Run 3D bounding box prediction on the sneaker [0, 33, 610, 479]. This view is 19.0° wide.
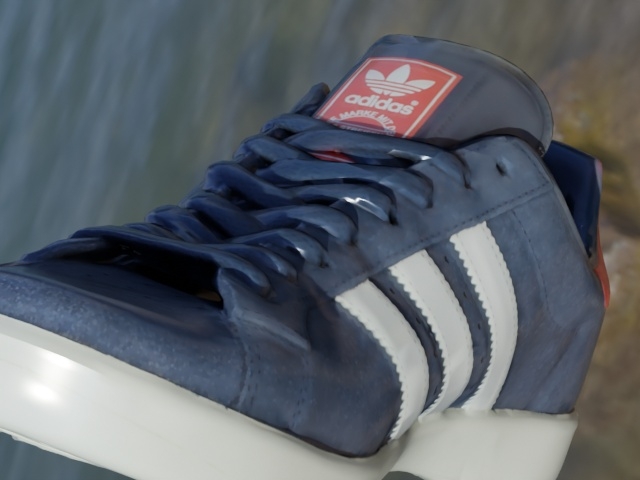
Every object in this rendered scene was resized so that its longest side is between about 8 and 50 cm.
[{"bbox_3d":[0.000,0.000,0.607,0.131,0.350,0.148,18,94,24],"label":"sneaker"}]
